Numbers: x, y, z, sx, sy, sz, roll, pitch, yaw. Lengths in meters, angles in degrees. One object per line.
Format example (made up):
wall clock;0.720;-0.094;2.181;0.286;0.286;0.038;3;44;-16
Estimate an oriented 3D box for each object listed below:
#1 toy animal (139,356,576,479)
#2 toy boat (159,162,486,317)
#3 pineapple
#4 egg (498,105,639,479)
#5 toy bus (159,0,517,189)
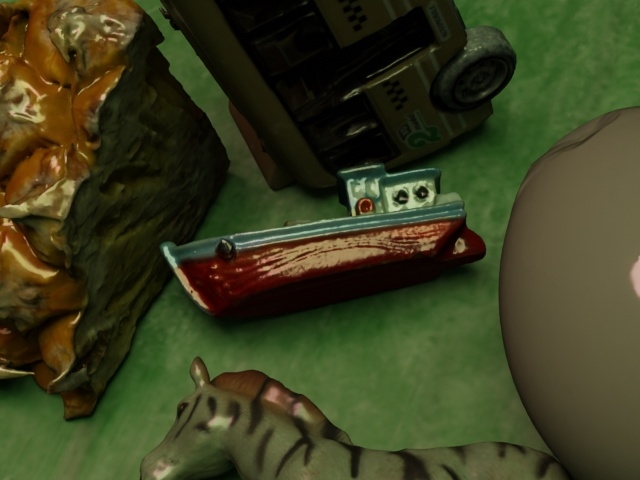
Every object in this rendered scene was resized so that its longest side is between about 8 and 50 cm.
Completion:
toy animal;0.017;0.150;0.766;0.255;0.090;0.170;18;52;14
toy boat;0.000;0.000;0.875;0.172;0.069;0.059;-13;72;0
pineapple;-0.128;-0.031;0.873;0.114;0.186;0.236;27;109;19
egg;0.172;0.030;0.768;0.176;0.176;0.232;-13;47;0
toy bus;-0.011;-0.144;0.845;0.157;0.289;0.139;-30;60;4
